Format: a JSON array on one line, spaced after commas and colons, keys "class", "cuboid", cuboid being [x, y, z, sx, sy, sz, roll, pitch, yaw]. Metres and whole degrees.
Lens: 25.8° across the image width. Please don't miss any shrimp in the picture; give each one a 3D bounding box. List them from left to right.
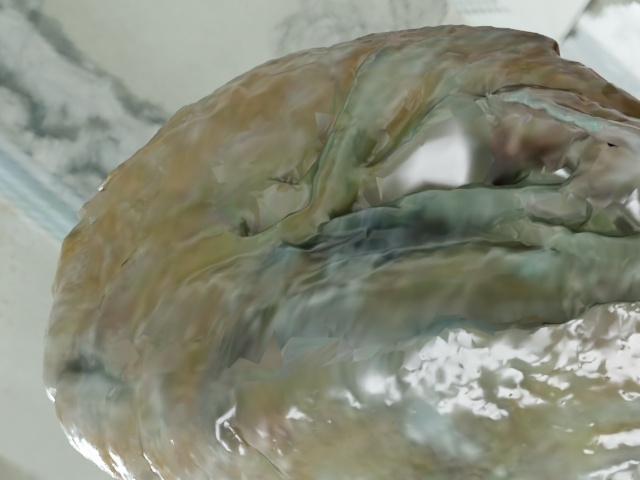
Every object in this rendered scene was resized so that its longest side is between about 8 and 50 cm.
[{"class": "shrimp", "cuboid": [0.069, 0.002, 0.516, 0.110, 0.445, 0.221, 44, -127, -44]}]
